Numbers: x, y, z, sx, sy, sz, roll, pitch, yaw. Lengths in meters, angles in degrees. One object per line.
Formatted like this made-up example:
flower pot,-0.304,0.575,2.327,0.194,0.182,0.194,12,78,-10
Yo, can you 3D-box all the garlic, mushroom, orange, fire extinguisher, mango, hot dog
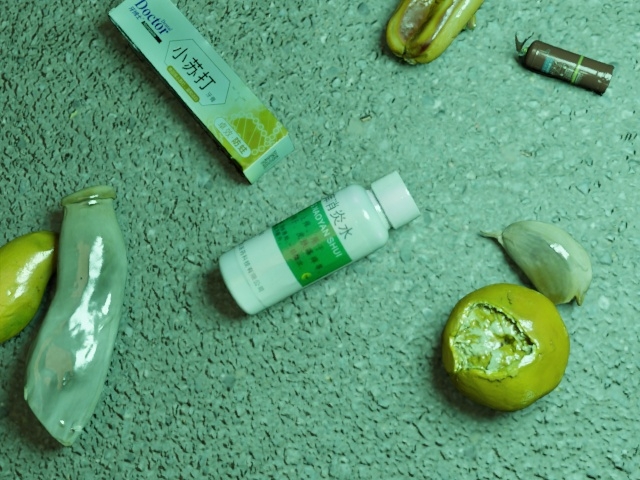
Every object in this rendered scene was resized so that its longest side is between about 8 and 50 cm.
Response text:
garlic,0.278,0.017,1.094,0.084,0.066,0.152,-39,78,5
mushroom,-0.323,0.097,1.186,0.109,0.097,0.351,11,79,-8
orange,0.221,0.126,1.055,0.155,0.134,0.154,-1,79,4
fire extinguisher,0.308,-0.228,1.137,0.132,0.056,0.039,22,59,10
mango,-0.425,0.062,1.219,0.098,0.075,0.190,36,83,-5
hot dog,0.181,-0.341,1.171,0.104,0.076,0.250,28,83,33

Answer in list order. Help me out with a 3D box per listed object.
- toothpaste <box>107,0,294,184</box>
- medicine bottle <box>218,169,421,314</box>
toothpaste,-0.166,-0.221,1.220,0.089,0.071,0.313,-41,75,-2
medicine bottle,0.000,0.000,1.138,0.260,0.095,0.095,-28,77,4
